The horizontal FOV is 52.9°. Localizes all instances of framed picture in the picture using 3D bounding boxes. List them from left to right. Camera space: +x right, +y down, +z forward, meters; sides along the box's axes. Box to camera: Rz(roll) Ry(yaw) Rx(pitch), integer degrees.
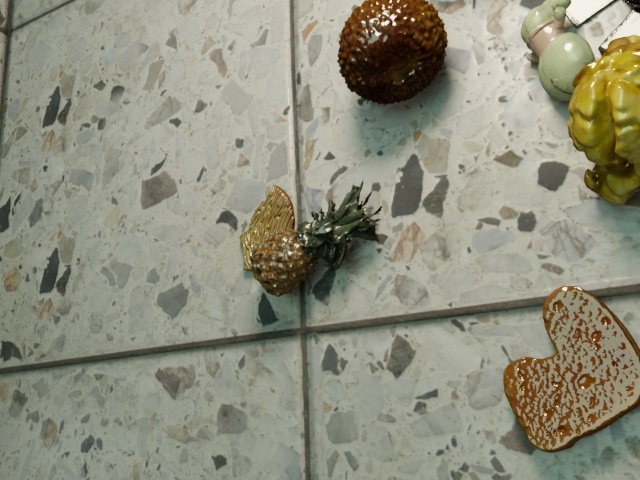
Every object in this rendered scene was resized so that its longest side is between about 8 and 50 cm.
[{"bbox_3d":[0.580,-0.560,1.435,0.109,0.011,0.149,-33,63,19],"label":"framed picture"}]

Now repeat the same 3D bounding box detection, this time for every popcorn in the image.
[{"bbox_3d":[0.582,-0.227,1.199,0.225,0.264,0.333,34,123,41],"label":"popcorn"}]

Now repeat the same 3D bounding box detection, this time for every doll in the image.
[{"bbox_3d":[0.505,-0.395,1.371,0.113,0.155,0.275,-8,70,-10],"label":"doll"}]

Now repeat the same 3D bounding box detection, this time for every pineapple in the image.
[{"bbox_3d":[0.000,0.003,1.555,0.364,0.165,0.166,-30,64,19],"label":"pineapple"}]

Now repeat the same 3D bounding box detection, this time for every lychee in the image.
[{"bbox_3d":[0.164,-0.463,1.524,0.267,0.267,0.268,-8,74,29],"label":"lychee"}]

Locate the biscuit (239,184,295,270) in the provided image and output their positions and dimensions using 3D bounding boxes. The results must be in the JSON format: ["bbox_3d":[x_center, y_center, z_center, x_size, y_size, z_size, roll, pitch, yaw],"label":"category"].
[{"bbox_3d":[-0.147,-0.035,1.721,0.176,0.031,0.229,-6,75,28],"label":"biscuit"}]

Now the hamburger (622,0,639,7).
[{"bbox_3d":[0.706,-0.574,1.294,0.230,0.106,0.231,-15,62,30],"label":"hamburger"}]

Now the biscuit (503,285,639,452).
[{"bbox_3d":[0.482,0.250,1.268,0.277,0.052,0.262,-41,56,17],"label":"biscuit"}]

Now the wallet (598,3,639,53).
[{"bbox_3d":[0.696,-0.375,1.303,0.124,0.025,0.244,-48,54,14],"label":"wallet"}]
